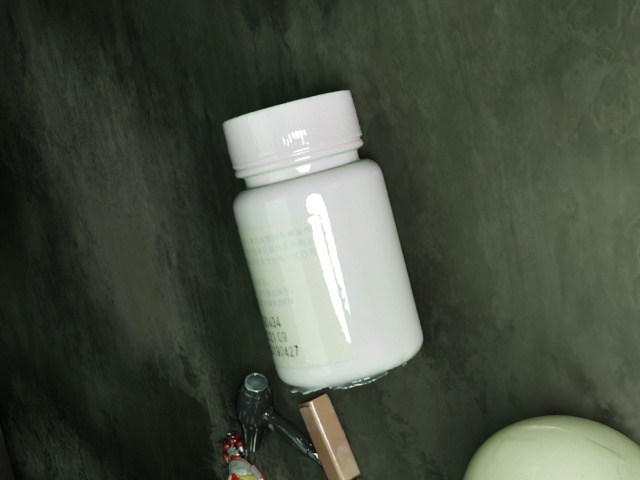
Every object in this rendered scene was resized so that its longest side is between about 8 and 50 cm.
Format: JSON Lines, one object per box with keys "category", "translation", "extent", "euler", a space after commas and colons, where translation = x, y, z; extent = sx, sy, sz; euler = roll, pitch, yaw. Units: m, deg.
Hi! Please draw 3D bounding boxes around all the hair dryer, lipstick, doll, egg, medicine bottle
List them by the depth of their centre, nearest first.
{"category": "egg", "translation": [0.285, 0.312, 1.037], "extent": [0.269, 0.219, 0.219], "euler": [14, 115, 42]}
{"category": "medicine bottle", "translation": [0.000, 0.000, 1.249], "extent": [0.213, 0.213, 0.379], "euler": [-6, 100, 51]}
{"category": "lipstick", "translation": [0.015, 0.329, 1.505], "extent": [0.045, 0.045, 0.145], "euler": [-26, 86, 50]}
{"category": "hair dryer", "translation": [-0.065, 0.352, 1.608], "extent": [0.219, 0.075, 0.196], "euler": [34, 139, 28]}
{"category": "doll", "translation": [-0.145, 0.453, 1.744], "extent": [0.109, 0.057, 0.169], "euler": [-43, 56, 32]}

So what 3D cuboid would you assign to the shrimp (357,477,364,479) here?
{"category": "shrimp", "translation": [0.123, 0.525, 1.413], "extent": [0.287, 0.068, 0.185], "euler": [48, 126, 27]}
